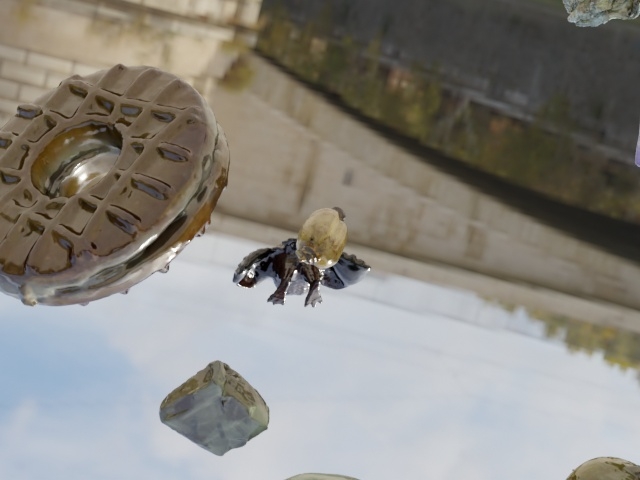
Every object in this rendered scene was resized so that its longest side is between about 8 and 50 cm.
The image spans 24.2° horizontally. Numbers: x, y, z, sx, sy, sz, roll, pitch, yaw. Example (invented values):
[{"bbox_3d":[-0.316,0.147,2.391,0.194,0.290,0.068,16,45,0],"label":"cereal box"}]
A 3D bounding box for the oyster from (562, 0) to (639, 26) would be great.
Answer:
[{"bbox_3d":[0.219,-0.186,1.071,0.100,0.037,0.098,-16,-163,18],"label":"oyster"}]

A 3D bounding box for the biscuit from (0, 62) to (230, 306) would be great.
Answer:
[{"bbox_3d":[-0.262,-0.068,1.727,0.332,0.332,0.103,23,155,38],"label":"biscuit"}]

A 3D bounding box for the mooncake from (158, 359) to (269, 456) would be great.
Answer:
[{"bbox_3d":[-0.151,0.235,2.113,0.125,0.130,0.073,44,-153,-24],"label":"mooncake"}]

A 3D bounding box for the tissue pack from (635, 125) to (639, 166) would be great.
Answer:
[{"bbox_3d":[0.658,-0.145,2.123,0.242,0.160,0.338,-17,-152,-38],"label":"tissue pack"}]

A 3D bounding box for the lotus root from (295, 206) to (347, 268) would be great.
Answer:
[{"bbox_3d":[0.000,0.000,2.103,0.063,0.072,0.152,-14,-162,26],"label":"lotus root"}]

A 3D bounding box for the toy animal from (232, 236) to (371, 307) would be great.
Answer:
[{"bbox_3d":[-0.037,0.036,2.363,0.219,0.116,0.179,-2,-170,-11],"label":"toy animal"}]

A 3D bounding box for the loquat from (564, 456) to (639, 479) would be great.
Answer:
[{"bbox_3d":[0.356,0.356,1.840,0.152,0.195,0.152,12,-151,-7],"label":"loquat"}]

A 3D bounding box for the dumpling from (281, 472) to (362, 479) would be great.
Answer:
[{"bbox_3d":[0.029,0.434,2.068,0.321,0.211,0.270,18,166,45],"label":"dumpling"}]
